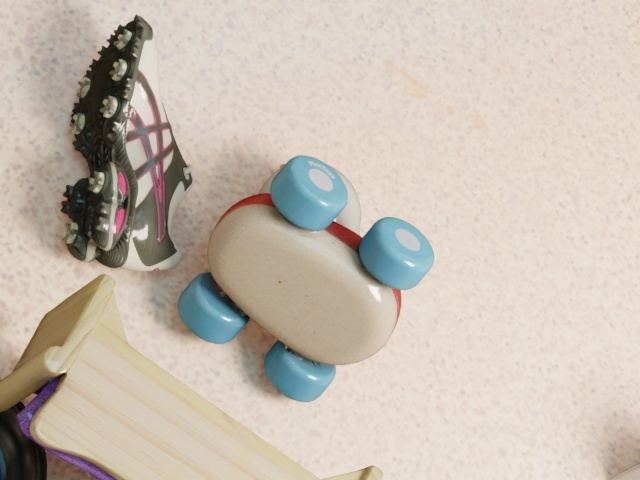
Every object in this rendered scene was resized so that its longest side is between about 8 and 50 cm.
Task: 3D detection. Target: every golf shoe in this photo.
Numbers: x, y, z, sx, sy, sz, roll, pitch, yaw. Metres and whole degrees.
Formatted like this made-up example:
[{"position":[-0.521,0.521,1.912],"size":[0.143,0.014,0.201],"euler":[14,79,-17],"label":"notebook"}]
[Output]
[{"position":[-0.194,-0.097,1.993],"size":[0.120,0.105,0.273],"euler":[18,68,-34],"label":"golf shoe"}]

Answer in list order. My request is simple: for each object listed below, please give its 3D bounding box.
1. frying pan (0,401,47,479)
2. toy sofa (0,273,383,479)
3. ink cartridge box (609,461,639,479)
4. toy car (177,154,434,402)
[{"position":[-0.334,0.274,1.797],"size":[0.197,0.053,0.326],"euler":[-15,78,-29],"label":"frying pan"},{"position":[-0.137,0.213,1.827],"size":[0.362,0.150,0.177],"euler":[36,58,-16],"label":"toy sofa"},{"position":[0.422,0.278,2.040],"size":[0.086,0.203,0.148],"euler":[-25,81,-32],"label":"ink cartridge box"},{"position":[0.000,0.000,2.000],"size":[0.210,0.219,0.238],"euler":[35,32,-8],"label":"toy car"}]
